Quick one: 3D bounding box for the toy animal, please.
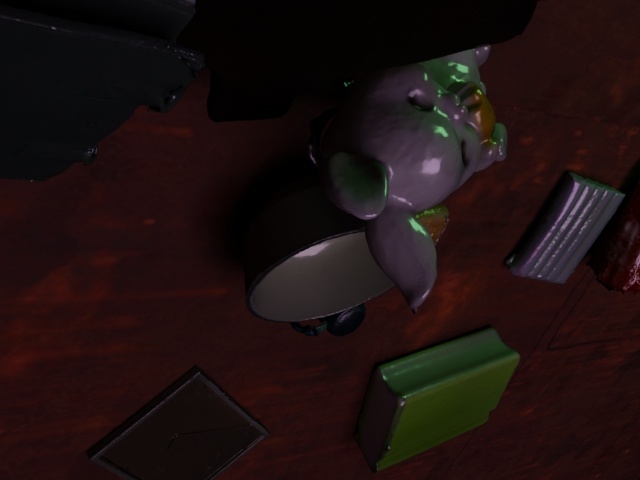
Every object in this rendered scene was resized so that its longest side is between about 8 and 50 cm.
[{"bbox_3d":[0.092,-0.095,0.858,0.208,0.154,0.325,53,46,-37],"label":"toy animal"}]

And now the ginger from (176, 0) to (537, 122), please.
[{"bbox_3d":[-0.009,-0.273,0.681,0.358,0.211,0.413,-20,151,30],"label":"ginger"}]

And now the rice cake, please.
[{"bbox_3d":[0.403,-0.013,1.404,0.189,0.037,0.198,10,120,-47],"label":"rice cake"}]

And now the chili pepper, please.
[{"bbox_3d":[0.569,-0.036,1.478,0.144,0.136,0.252,8,117,-14],"label":"chili pepper"}]

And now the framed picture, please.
[{"bbox_3d":[-0.189,0.284,1.196,0.184,0.016,0.250,-39,143,-4],"label":"framed picture"}]

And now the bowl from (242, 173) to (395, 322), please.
[{"bbox_3d":[0.000,0.000,0.975,0.212,0.112,0.211,-17,153,-9],"label":"bowl"}]

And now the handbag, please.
[{"bbox_3d":[-0.247,-0.116,0.610,0.260,0.079,0.248,4,156,-46],"label":"handbag"}]

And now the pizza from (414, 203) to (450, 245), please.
[{"bbox_3d":[0.105,0.014,1.165,0.178,0.041,0.131,-38,140,-5],"label":"pizza"}]

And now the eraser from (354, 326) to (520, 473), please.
[{"bbox_3d":[0.196,0.274,1.466,0.274,0.092,0.210,-16,137,-32],"label":"eraser"}]

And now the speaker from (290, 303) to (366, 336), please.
[{"bbox_3d":[0.007,0.097,1.132,0.094,0.075,0.060,-36,142,-7],"label":"speaker"}]
